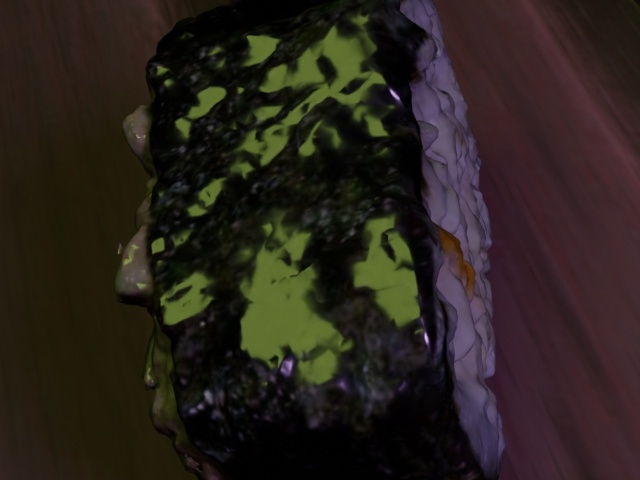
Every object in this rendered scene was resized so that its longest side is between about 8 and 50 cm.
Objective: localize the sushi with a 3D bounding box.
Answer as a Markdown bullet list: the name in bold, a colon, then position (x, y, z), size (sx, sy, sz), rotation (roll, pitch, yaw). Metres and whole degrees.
- **sushi**: position (0.000, 0.000, 0.960), size (0.170, 0.211, 0.350), rotation (-11, 49, 13)
